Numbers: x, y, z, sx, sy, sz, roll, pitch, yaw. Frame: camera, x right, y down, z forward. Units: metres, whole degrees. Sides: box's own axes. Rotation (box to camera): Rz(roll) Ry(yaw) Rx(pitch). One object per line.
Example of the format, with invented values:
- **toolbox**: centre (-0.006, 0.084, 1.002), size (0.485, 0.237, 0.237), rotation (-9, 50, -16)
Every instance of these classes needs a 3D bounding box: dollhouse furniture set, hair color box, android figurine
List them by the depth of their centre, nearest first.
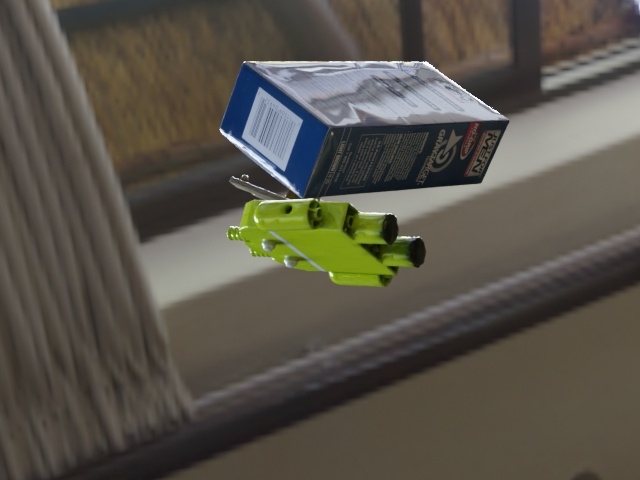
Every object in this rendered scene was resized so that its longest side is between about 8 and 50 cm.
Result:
- **hair color box**: centre (0.061, -0.146, 2.101), size (0.347, 0.105, 0.174), rotation (-7, -143, -45)
- **android figurine**: centre (0.000, 0.000, 2.274), size (0.272, 0.248, 0.056), rotation (1, -111, 30)
- **dollhouse furniture set**: centre (-0.036, -0.123, 2.414), size (0.123, 0.151, 0.144), rotation (21, 177, 11)
